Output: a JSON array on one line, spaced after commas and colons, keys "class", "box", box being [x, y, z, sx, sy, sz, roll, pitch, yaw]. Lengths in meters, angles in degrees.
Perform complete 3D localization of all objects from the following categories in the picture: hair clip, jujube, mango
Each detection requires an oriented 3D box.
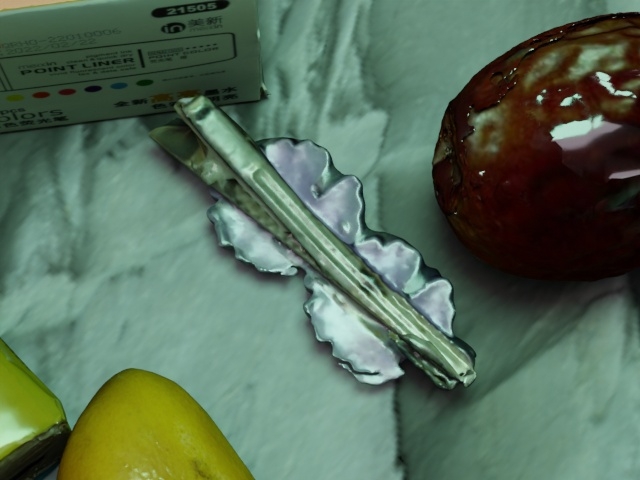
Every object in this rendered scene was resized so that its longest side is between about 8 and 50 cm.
[{"class": "hair clip", "box": [0.000, 0.000, 1.080, 0.292, 0.084, 0.106, 44, 71, 8]}, {"class": "jujube", "box": [0.198, -0.059, 1.046, 0.243, 0.183, 0.183, -9, 70, -11]}, {"class": "mango", "box": [-0.100, 0.187, 0.985, 0.145, 0.112, 0.219, -11, 72, -29]}]

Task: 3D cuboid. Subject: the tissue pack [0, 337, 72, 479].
[{"class": "tissue pack", "box": [-0.316, 0.090, 1.011, 0.192, 0.134, 0.271, -41, 76, -14]}]

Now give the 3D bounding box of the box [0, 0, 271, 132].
[{"class": "box", "box": [-0.177, -0.155, 1.057, 0.274, 0.221, 0.091, -8, 74, -1]}]
